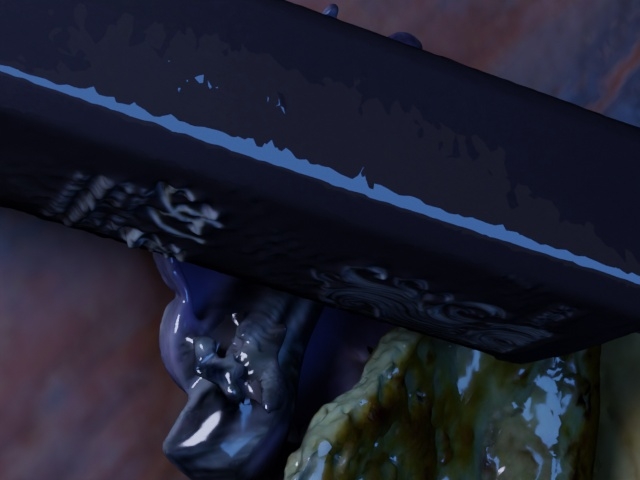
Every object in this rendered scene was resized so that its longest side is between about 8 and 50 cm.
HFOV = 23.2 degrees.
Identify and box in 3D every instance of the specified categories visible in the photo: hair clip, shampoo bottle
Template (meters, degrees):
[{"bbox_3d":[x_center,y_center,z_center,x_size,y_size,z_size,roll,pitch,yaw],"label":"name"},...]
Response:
[{"bbox_3d":[0.002,0.000,0.552,0.124,0.052,0.195,52,55,-32],"label":"hair clip"},{"bbox_3d":[0.020,-0.016,0.475,0.309,0.098,0.071,16,66,-19],"label":"shampoo bottle"}]

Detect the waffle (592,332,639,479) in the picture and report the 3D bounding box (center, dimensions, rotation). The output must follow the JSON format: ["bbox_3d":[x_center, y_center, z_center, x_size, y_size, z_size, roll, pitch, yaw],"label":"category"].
[{"bbox_3d":[0.227,0.095,0.715,0.274,0.057,0.168,-7,93,-35],"label":"waffle"}]

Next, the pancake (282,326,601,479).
[{"bbox_3d":[0.035,0.131,0.546,0.197,0.054,0.377,34,68,-47],"label":"pancake"}]
